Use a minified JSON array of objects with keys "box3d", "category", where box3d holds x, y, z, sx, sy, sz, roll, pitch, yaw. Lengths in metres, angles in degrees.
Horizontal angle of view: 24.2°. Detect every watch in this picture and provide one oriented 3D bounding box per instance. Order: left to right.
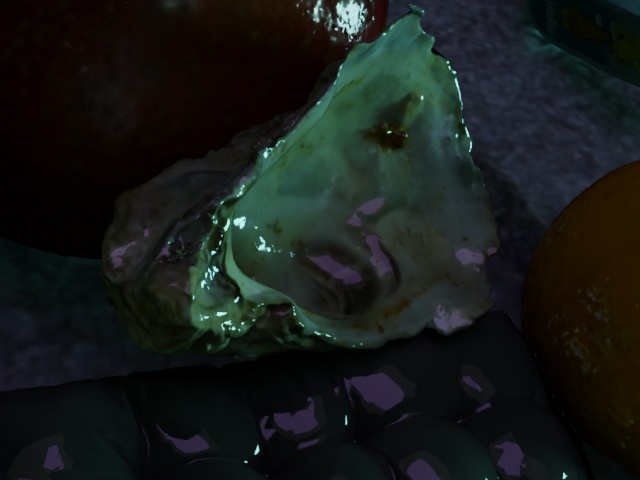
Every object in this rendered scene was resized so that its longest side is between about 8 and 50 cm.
[{"box3d":[0.253,-0.188,1.052,0.195,0.068,0.237,-32,42,-24],"category":"watch"}]

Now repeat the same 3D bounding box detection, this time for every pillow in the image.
[{"box3d":[-0.003,0.148,0.699,0.326,0.101,0.228,-10,55,-23],"category":"pillow"}]

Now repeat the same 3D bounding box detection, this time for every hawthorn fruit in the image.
[{"box3d":[-0.064,-0.106,0.812,0.300,0.254,0.254,10,47,-19],"category":"hawthorn fruit"}]

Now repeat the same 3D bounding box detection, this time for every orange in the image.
[{"box3d":[0.208,0.040,0.813,0.193,0.161,0.193,7,51,-8],"category":"orange"}]

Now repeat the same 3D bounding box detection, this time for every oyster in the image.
[{"box3d":[-0.010,-0.010,0.710,0.233,0.107,0.161,-27,103,-39],"category":"oyster"}]
